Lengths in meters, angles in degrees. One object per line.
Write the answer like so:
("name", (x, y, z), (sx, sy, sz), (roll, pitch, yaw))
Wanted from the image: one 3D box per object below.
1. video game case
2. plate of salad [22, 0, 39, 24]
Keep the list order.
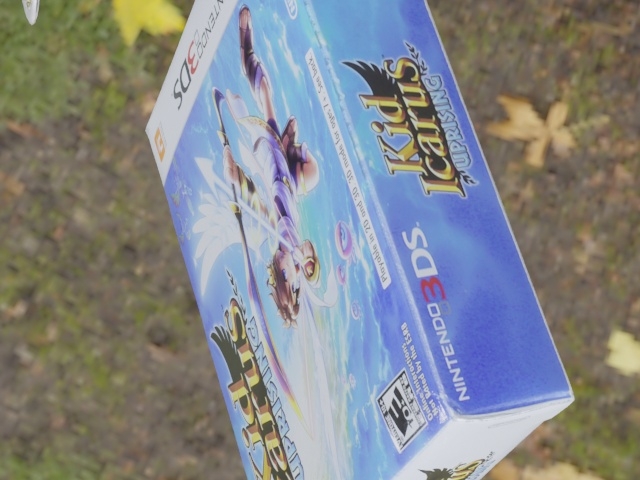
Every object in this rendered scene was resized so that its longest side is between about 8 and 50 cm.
("video game case", (0.000, 0.000, 0.804), (0.061, 0.269, 0.244), (-9, 157, -21))
("plate of salad", (-0.175, -0.218, 0.958), (0.048, 0.200, 0.200), (-5, 144, -14))
